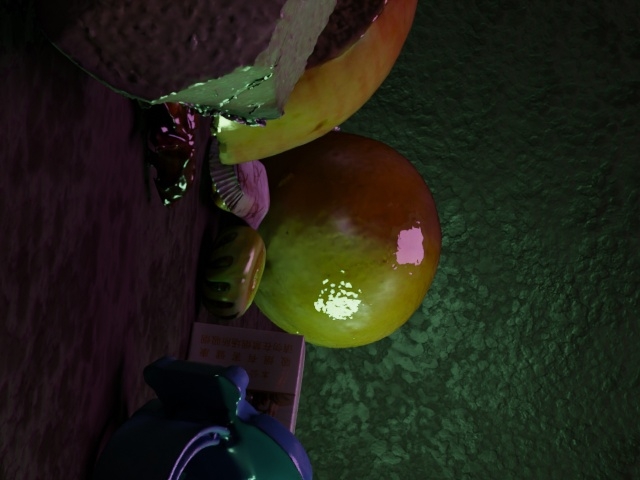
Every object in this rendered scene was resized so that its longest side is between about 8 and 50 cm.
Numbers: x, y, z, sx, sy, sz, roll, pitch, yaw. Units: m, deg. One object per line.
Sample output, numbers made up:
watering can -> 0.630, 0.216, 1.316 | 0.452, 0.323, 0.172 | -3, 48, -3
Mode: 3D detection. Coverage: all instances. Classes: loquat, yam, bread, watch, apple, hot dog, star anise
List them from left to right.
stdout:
star anise -> -0.140, -0.134, 1.347 | 0.212, 0.053, 0.157 | 82, 15, -70
watch -> -0.137, 0.236, 1.334 | 0.193, 0.211, 0.211 | -53, 156, -44
yam -> -0.089, -0.184, 0.960 | 0.202, 0.201, 0.271 | -63, -176, 10
bread -> -0.116, 0.041, 1.842 | 0.139, 0.071, 0.130 | -29, 133, -81
hot dog -> -0.109, -0.075, 1.814 | 0.191, 0.059, 0.108 | 45, 34, -76
apple -> -0.038, -0.230, 1.498 | 0.314, 0.252, 0.309 | -49, 171, -9
loquat -> 0.000, 0.000, 2.029 | 0.328, 0.359, 0.328 | 31, -51, 47

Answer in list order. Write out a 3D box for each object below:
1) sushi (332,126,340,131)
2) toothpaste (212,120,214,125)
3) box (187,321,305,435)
sushi -> -0.038, -0.156, 2.331 | 0.130, 0.124, 0.332 | 73, 23, -54
toothpaste -> -0.126, -0.144, 1.802 | 0.083, 0.017, 0.020 | 84, 13, -72
box -> -0.107, 0.230, 1.776 | 0.067, 0.149, 0.233 | 77, 20, -70
